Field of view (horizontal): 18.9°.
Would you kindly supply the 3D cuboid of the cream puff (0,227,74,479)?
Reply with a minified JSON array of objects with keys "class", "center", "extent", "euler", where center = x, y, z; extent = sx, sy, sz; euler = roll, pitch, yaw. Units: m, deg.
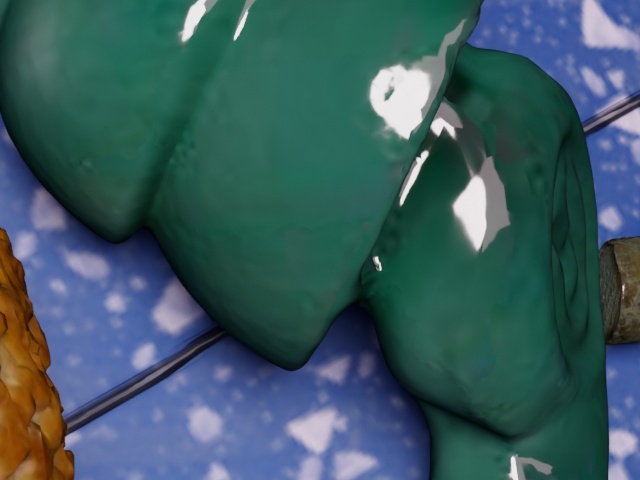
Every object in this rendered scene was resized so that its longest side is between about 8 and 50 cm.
[{"class":"cream puff","center":[-0.193,0.062,0.430],"extent":[0.303,0.212,0.303],"euler":[12,62,-25]}]

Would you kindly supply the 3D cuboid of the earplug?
[{"class":"earplug","center":[-0.003,0.004,0.613],"extent":[0.280,0.164,0.257],"euler":[32,96,-2]}]

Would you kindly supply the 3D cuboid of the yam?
[{"class":"yam","center":[0.139,0.017,0.726],"extent":[0.094,0.043,0.043],"euler":[-4,75,-28]}]
